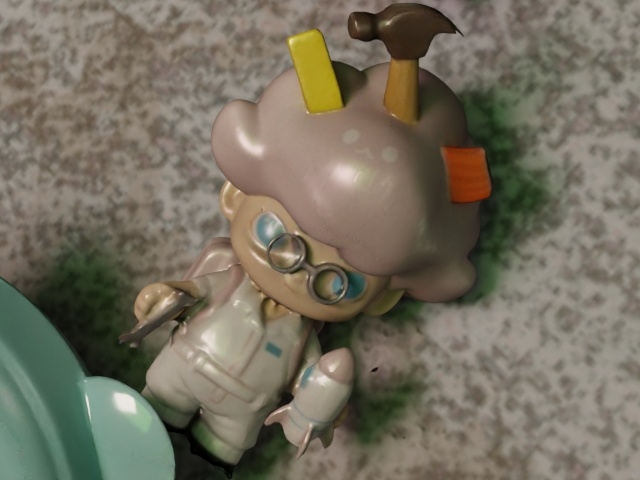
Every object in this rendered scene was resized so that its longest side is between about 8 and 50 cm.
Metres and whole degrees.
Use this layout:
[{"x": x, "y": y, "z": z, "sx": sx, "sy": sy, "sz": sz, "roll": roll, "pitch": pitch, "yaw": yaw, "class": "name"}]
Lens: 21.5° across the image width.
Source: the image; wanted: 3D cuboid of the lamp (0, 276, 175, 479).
[{"x": -0.206, "y": 0.124, "z": 0.780, "sx": 0.284, "sy": 0.147, "sz": 0.209, "roll": -45, "pitch": 79, "yaw": 8, "class": "lamp"}]

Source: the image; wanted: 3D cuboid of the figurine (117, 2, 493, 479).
[{"x": 0.000, "y": 0.000, "z": 0.752, "sx": 0.137, "sy": 0.112, "sz": 0.229, "roll": 33, "pitch": 100, "yaw": -4, "class": "figurine"}]
